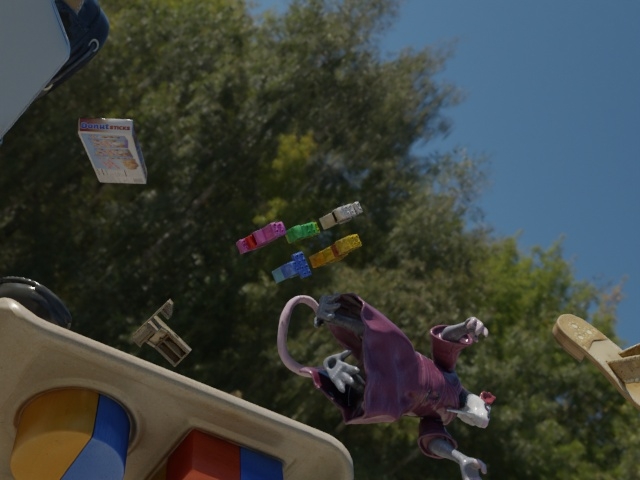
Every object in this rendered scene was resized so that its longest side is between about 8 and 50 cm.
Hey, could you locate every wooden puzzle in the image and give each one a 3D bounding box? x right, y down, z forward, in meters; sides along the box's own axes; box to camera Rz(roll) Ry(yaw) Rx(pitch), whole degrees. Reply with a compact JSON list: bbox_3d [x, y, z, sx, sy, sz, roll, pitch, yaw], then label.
[{"bbox_3d":[-0.194,0.241,0.784,0.348,0.322,0.080,29,29,-20],"label":"wooden puzzle"}]

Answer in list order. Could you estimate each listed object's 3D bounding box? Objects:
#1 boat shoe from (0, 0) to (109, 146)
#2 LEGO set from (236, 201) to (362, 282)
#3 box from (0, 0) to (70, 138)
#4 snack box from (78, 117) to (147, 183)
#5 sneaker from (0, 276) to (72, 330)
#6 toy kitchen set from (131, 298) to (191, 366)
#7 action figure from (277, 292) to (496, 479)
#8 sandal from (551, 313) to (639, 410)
[{"bbox_3d":[-0.460,-0.157,1.043,0.156,0.500,0.186,41,15,-53],"label":"boat shoe"},{"bbox_3d":[0.000,0.000,1.321,0.093,0.227,0.087,-30,-98,47],"label":"LEGO set"},{"bbox_3d":[-0.339,-0.168,0.564,0.311,0.121,0.148,15,-35,16],"label":"box"},{"bbox_3d":[-0.261,-0.110,1.114,0.064,0.022,0.178,3,-16,-5],"label":"snack box"},{"bbox_3d":[-0.456,0.153,1.116,0.331,0.146,0.122,-22,-62,30],"label":"sneaker"},{"bbox_3d":[-0.210,0.132,1.228,0.075,0.068,0.083,45,-1,-4],"label":"toy kitchen set"},{"bbox_3d":[0.133,0.240,1.394,0.370,0.248,0.276,28,-23,-36],"label":"action figure"},{"bbox_3d":[0.434,0.162,1.197,0.240,0.088,0.079,37,-51,25],"label":"sandal"}]
